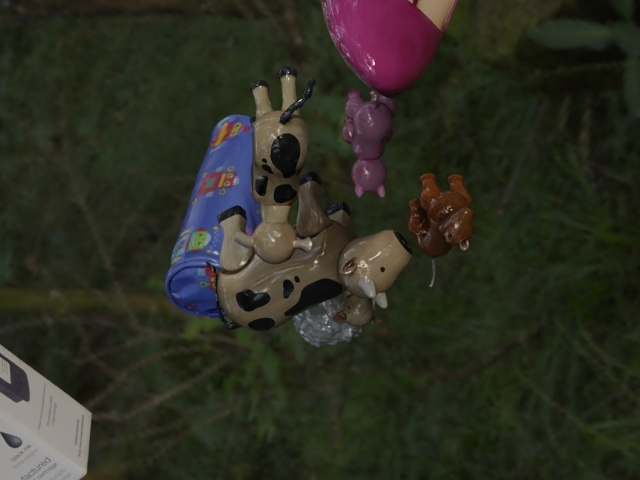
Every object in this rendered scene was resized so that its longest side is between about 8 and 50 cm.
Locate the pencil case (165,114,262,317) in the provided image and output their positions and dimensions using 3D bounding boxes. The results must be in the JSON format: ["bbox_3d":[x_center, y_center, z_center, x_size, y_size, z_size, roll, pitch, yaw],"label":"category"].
[{"bbox_3d":[-0.117,-0.032,2.054,0.119,0.133,0.306,-8,43,22],"label":"pencil case"}]

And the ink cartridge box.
[{"bbox_3d":[-0.359,0.170,1.427,0.172,0.237,0.100,-39,27,18],"label":"ink cartridge box"}]

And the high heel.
[{"bbox_3d":[0.107,-0.278,1.433,0.181,0.127,0.377,-39,25,30],"label":"high heel"}]

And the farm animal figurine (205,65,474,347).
[{"bbox_3d":[0.000,0.000,1.631,0.327,0.330,0.172,-37,43,34],"label":"farm animal figurine"}]
